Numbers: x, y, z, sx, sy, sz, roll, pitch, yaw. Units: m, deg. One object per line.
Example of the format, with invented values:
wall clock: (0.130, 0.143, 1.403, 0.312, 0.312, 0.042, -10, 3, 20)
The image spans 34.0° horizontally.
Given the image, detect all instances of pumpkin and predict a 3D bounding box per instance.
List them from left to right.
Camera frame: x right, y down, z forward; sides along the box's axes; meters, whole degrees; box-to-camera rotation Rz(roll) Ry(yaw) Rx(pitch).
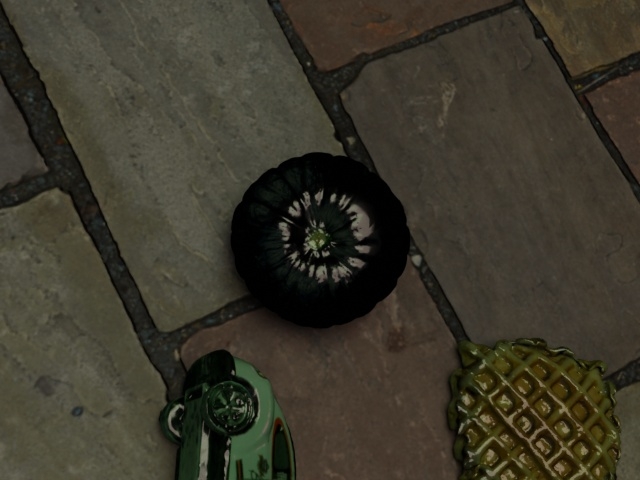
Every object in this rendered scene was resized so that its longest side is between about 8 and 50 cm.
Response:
pumpkin: (0.000, 0.000, 1.176, 0.202, 0.140, 0.202, 0, 87, 1)

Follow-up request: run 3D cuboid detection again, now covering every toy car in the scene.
toy car: (-0.093, 0.268, 1.070, 0.125, 0.136, 0.306, 10, 70, -27)

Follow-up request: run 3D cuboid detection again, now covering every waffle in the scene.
waffle: (0.249, 0.218, 1.217, 0.208, 0.054, 0.214, 8, 73, -9)
